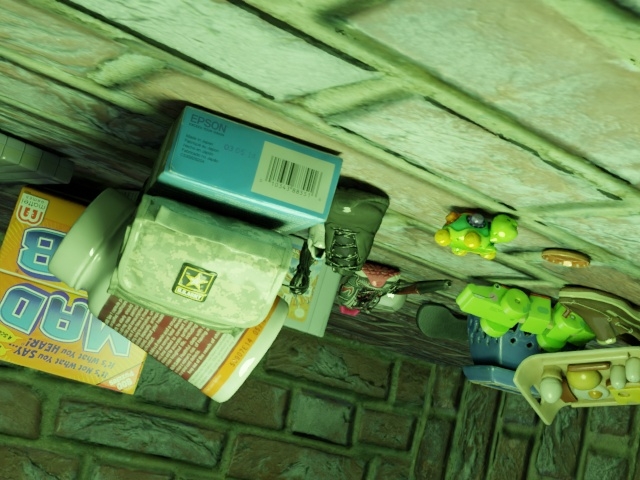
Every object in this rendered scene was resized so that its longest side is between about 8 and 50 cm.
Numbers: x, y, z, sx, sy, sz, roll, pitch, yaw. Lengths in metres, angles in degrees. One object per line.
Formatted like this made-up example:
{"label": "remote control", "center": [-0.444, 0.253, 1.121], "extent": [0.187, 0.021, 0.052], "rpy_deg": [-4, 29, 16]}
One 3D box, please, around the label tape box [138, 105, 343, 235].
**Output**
{"label": "label tape box", "center": [-0.138, -0.089, 1.364], "extent": [0.240, 0.106, 0.333], "rpy_deg": [17, 170, -16]}

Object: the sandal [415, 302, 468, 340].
{"label": "sandal", "center": [0.347, 0.234, 2.503], "extent": [0.254, 0.097, 0.054], "rpy_deg": [25, -169, -44]}

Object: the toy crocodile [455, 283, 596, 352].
{"label": "toy crocodile", "center": [0.466, 0.161, 1.942], "extent": [0.340, 0.105, 0.115], "rpy_deg": [16, 142, -7]}

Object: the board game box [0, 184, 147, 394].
{"label": "board game box", "center": [-0.549, 0.096, 1.999], "extent": [0.356, 0.356, 0.356], "rpy_deg": [19, 179, -16]}

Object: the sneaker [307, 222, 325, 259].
{"label": "sneaker", "center": [0.000, 0.000, 1.725], "extent": [0.071, 0.083, 0.191], "rpy_deg": [11, 171, 6]}

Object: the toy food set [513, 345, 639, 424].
{"label": "toy food set", "center": [0.598, 0.330, 1.888], "extent": [0.306, 0.092, 0.220], "rpy_deg": [-10, 138, 34]}

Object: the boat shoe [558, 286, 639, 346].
{"label": "boat shoe", "center": [0.591, 0.166, 1.799], "extent": [0.257, 0.095, 0.095], "rpy_deg": [18, 169, -23]}

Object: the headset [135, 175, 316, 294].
{"label": "headset", "center": [-0.168, -0.022, 1.719], "extent": [0.394, 0.185, 0.243], "rpy_deg": [37, 145, -25]}

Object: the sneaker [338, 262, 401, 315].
{"label": "sneaker", "center": [0.113, 0.119, 2.122], "extent": [0.120, 0.112, 0.299], "rpy_deg": [15, 169, -5]}

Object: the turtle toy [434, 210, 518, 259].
{"label": "turtle toy", "center": [0.247, -0.012, 1.384], "extent": [0.130, 0.066, 0.095], "rpy_deg": [6, 169, 32]}

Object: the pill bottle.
{"label": "pill bottle", "center": [-0.272, 0.093, 1.584], "extent": [0.392, 0.224, 0.224], "rpy_deg": [36, 167, -5]}

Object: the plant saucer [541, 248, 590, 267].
{"label": "plant saucer", "center": [0.425, 0.030, 1.521], "extent": [0.083, 0.013, 0.083], "rpy_deg": [14, 170, 2]}

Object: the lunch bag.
{"label": "lunch bag", "center": [-0.189, 0.034, 1.350], "extent": [0.235, 0.169, 0.287], "rpy_deg": [20, 162, -12]}

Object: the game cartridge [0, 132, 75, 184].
{"label": "game cartridge", "center": [-0.677, -0.173, 1.758], "extent": [0.355, 0.068, 0.230], "rpy_deg": [3, 161, 45]}

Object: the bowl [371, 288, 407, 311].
{"label": "bowl", "center": [0.163, 0.156, 2.415], "extent": [0.142, 0.053, 0.142], "rpy_deg": [10, 168, 14]}

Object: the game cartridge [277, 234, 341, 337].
{"label": "game cartridge", "center": [-0.079, 0.088, 1.963], "extent": [0.297, 0.198, 0.062], "rpy_deg": [22, 175, -39]}

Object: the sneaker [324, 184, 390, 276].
{"label": "sneaker", "center": [0.053, -0.010, 1.477], "extent": [0.109, 0.130, 0.286], "rpy_deg": [14, 168, 11]}

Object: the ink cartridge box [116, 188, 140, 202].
{"label": "ink cartridge box", "center": [-0.299, -0.053, 1.924], "extent": [0.223, 0.045, 0.224], "rpy_deg": [8, 169, 31]}

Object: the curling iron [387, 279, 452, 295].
{"label": "curling iron", "center": [0.232, 0.115, 2.155], "extent": [0.068, 0.035, 0.274], "rpy_deg": [19, 169, -28]}

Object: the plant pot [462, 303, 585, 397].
{"label": "plant pot", "center": [0.483, 0.260, 2.116], "extent": [0.236, 0.212, 0.236], "rpy_deg": [16, 169, -8]}
